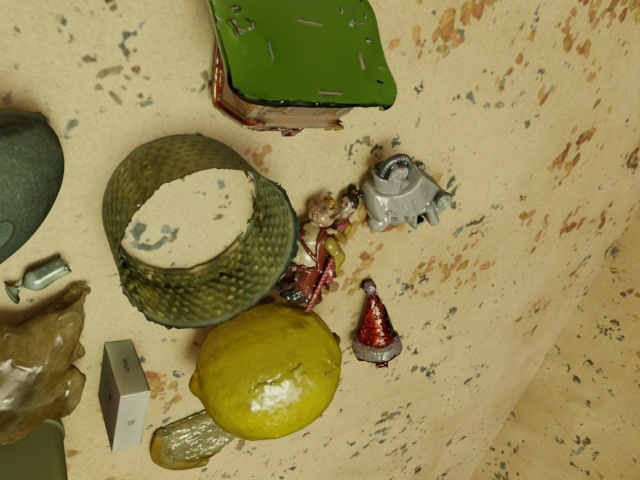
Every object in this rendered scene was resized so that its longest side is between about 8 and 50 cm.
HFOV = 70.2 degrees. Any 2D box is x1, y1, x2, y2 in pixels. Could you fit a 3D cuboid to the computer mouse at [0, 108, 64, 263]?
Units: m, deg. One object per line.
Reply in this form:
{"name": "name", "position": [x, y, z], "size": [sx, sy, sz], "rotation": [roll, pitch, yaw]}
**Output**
{"name": "computer mouse", "position": [-0.387, -0.021, 0.433], "size": [0.203, 0.114, 0.374], "rotation": [-56, 177, 34]}

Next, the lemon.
{"name": "lemon", "position": [-0.098, 0.247, 0.873], "size": [0.283, 0.260, 0.261], "rotation": [-5, 123, -41]}

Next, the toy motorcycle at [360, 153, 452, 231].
{"name": "toy motorcycle", "position": [0.165, -0.083, 0.947], "size": [0.171, 0.110, 0.260], "rotation": [-42, 145, 19]}

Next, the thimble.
{"name": "thimble", "position": [-0.181, -0.014, 0.697], "size": [0.270, 0.150, 0.271], "rotation": [-19, 130, -25]}

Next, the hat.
{"name": "hat", "position": [0.135, 0.193, 1.126], "size": [0.140, 0.128, 0.228], "rotation": [-50, 136, -61]}

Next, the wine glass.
{"name": "wine glass", "position": [-0.405, 0.055, 0.657], "size": [0.083, 0.042, 0.039], "rotation": [-30, 109, -18]}

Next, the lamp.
{"name": "lamp", "position": [0.000, 0.000, 0.864], "size": [0.118, 0.118, 0.254], "rotation": [24, 92, -44]}

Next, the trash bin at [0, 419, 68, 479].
{"name": "trash bin", "position": [-0.498, 0.376, 0.671], "size": [0.243, 0.247, 0.121], "rotation": [25, 102, -43]}

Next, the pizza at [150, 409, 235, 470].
{"name": "pizza", "position": [-0.253, 0.446, 1.049], "size": [0.261, 0.034, 0.181], "rotation": [-22, 130, -23]}

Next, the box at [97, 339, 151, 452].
{"name": "box", "position": [-0.342, 0.265, 0.788], "size": [0.051, 0.130, 0.130], "rotation": [-2, 121, -37]}

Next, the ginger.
{"name": "ginger", "position": [-0.432, 0.189, 0.673], "size": [0.270, 0.123, 0.219], "rotation": [-41, 136, -7]}

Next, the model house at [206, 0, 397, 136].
{"name": "model house", "position": [-0.051, -0.257, 0.658], "size": [0.293, 0.153, 0.207], "rotation": [-12, 83, -40]}
